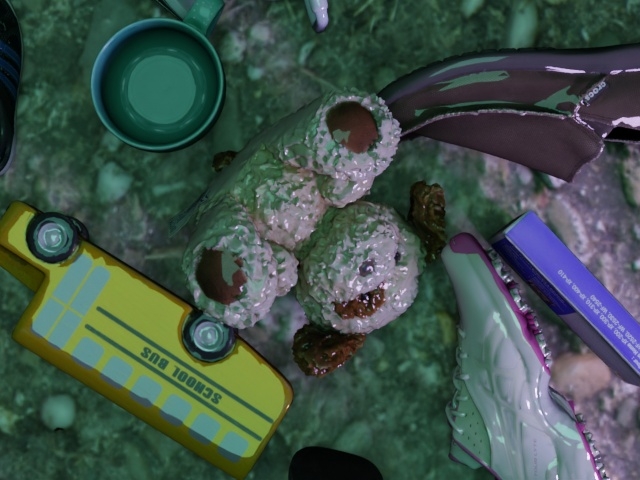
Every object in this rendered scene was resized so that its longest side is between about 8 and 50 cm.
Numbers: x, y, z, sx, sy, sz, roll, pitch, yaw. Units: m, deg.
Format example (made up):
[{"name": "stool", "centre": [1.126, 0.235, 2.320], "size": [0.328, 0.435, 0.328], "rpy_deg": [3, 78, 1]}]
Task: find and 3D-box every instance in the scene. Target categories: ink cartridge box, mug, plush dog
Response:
[{"name": "ink cartridge box", "centre": [0.251, 0.058, 1.866], "size": [0.045, 0.208, 0.206], "rpy_deg": [-44, 89, 0]}, {"name": "mug", "centre": [-0.146, -0.157, 1.925], "size": [0.158, 0.097, 0.129], "rpy_deg": [-25, 90, -1]}, {"name": "plush dog", "centre": [0.000, 0.000, 1.899], "size": [0.225, 0.210, 0.262], "rpy_deg": [42, 83, -18]}]

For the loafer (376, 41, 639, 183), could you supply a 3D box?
[{"name": "loafer", "centre": [0.230, -0.121, 1.912], "size": [0.366, 0.134, 0.130], "rpy_deg": [-6, 87, -1]}]

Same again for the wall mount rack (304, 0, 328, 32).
[{"name": "wall mount rack", "centre": [0.055, -0.379, 1.926], "size": [0.350, 0.130, 0.304], "rpy_deg": [-16, 87, -2]}]

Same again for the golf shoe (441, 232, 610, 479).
[{"name": "golf shoe", "centre": [0.170, 0.145, 1.903], "size": [0.140, 0.115, 0.306], "rpy_deg": [-24, 94, 7]}]

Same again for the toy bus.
[{"name": "toy bus", "centre": [-0.182, 0.092, 1.909], "size": [0.333, 0.108, 0.130], "rpy_deg": [32, 89, 0]}]

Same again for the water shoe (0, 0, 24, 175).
[{"name": "water shoe", "centre": [-0.331, -0.163, 1.933], "size": [0.073, 0.080, 0.203], "rpy_deg": [-5, 87, -2]}]

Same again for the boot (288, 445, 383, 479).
[{"name": "boot", "centre": [-0.009, 0.365, 1.879], "size": [0.096, 0.264, 0.280], "rpy_deg": [9, 114, -13]}]

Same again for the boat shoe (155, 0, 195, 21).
[{"name": "boat shoe", "centre": [-0.173, -0.270, 1.963], "size": [0.040, 0.049, 0.142], "rpy_deg": [-37, 96, 33]}]
